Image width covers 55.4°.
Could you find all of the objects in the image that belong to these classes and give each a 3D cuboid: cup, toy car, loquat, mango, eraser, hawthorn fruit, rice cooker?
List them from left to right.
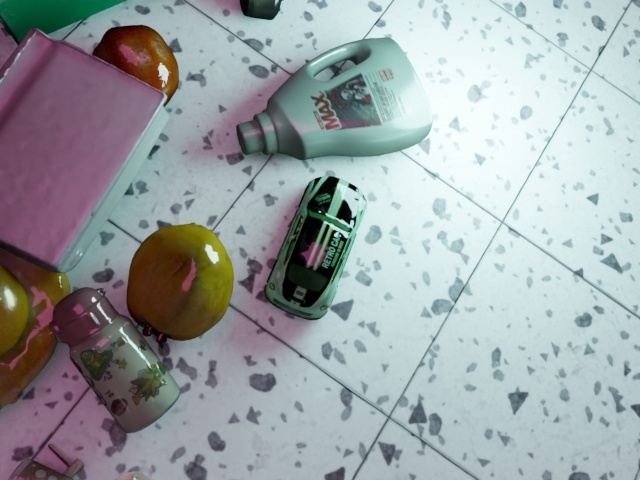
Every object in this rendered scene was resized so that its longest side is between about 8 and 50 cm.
[{"bbox_3d":[-0.579,0.087,0.943,0.254,0.139,0.175,38,67,4],"label":"mango"},{"bbox_3d":[-0.460,0.403,1.019,0.099,0.074,0.102,27,70,-2],"label":"cup"},{"bbox_3d":[-0.465,-0.150,1.051,0.272,0.122,0.359,26,72,-6],"label":"eraser"},{"bbox_3d":[-0.357,-0.330,1.216,0.169,0.169,0.188,-35,93,-18],"label":"hawthorn fruit"},{"bbox_3d":[-0.257,0.080,1.104,0.187,0.176,0.234,11,82,33],"label":"loquat"},{"bbox_3d":[-0.130,-0.572,1.352,0.106,0.112,0.165,11,75,-13],"label":"rice cooker"},{"bbox_3d":[0.000,0.000,1.203,0.136,0.125,0.306,23,72,-3],"label":"toy car"}]

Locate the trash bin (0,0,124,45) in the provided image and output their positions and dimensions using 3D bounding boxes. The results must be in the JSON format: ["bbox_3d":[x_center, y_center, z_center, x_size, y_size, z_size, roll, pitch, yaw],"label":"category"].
[{"bbox_3d":[-0.507,-0.585,1.201,0.381,0.295,0.259,-36,83,-12],"label":"trash bin"}]

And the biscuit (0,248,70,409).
[{"bbox_3d":[-0.657,0.103,1.057,0.429,0.104,0.446,-40,82,-18],"label":"biscuit"}]

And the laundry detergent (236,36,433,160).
[{"bbox_3d":[0.014,-0.280,1.292,0.397,0.125,0.264,-18,79,-13],"label":"laundry detergent"}]

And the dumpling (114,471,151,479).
[{"bbox_3d":[-0.323,0.437,1.058,0.076,0.057,0.052,-4,112,11],"label":"dumpling"}]

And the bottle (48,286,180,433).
[{"bbox_3d":[-0.356,0.197,1.041,0.120,0.120,0.253,-37,102,-18],"label":"bottle"}]
